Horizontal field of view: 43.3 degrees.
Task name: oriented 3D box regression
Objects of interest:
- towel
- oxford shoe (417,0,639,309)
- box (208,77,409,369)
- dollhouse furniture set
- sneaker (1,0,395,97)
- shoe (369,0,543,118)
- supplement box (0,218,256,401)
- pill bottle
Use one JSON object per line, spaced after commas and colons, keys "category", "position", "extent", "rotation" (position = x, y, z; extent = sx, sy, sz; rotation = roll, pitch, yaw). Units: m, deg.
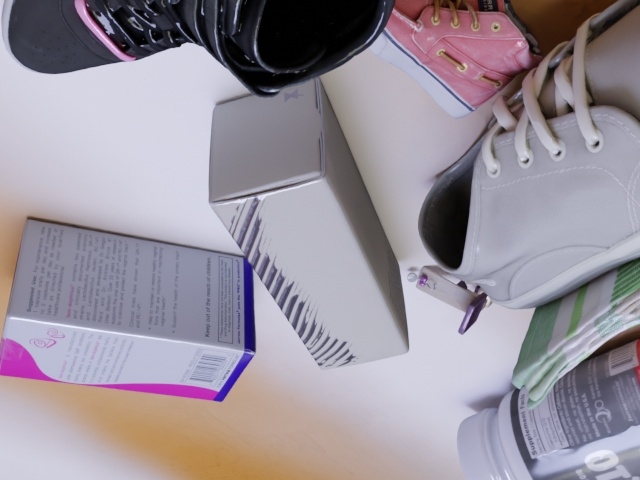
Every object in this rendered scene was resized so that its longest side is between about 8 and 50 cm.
{"category": "towel", "position": [0.278, -0.027, 0.610], "extent": [0.038, 0.248, 0.325], "rotation": [38, 132, -1]}
{"category": "oxford shoe", "position": [0.188, -0.074, 0.553], "extent": [0.130, 0.169, 0.449], "rotation": [21, 151, -8]}
{"category": "box", "position": [0.000, 0.000, 0.704], "extent": [0.094, 0.113, 0.275], "rotation": [-13, 140, 13]}
{"category": "dollhouse furniture set", "position": [0.145, 0.017, 0.824], "extent": [0.081, 0.091, 0.114], "rotation": [29, 120, 21]}
{"category": "sneaker", "position": [-0.083, -0.142, 0.479], "extent": [0.295, 0.147, 0.104], "rotation": [-20, 142, 20]}
{"category": "shoe", "position": [0.083, -0.154, 0.556], "extent": [0.081, 0.063, 0.178], "rotation": [-31, 141, 28]}
{"category": "supplement box", "position": [-0.184, 0.072, 0.774], "extent": [0.220, 0.114, 0.111], "rotation": [11, 141, -21]}
{"category": "pill bottle", "position": [0.327, 0.242, 1.011], "extent": [0.283, 0.161, 0.161], "rotation": [-31, 136, 29]}
